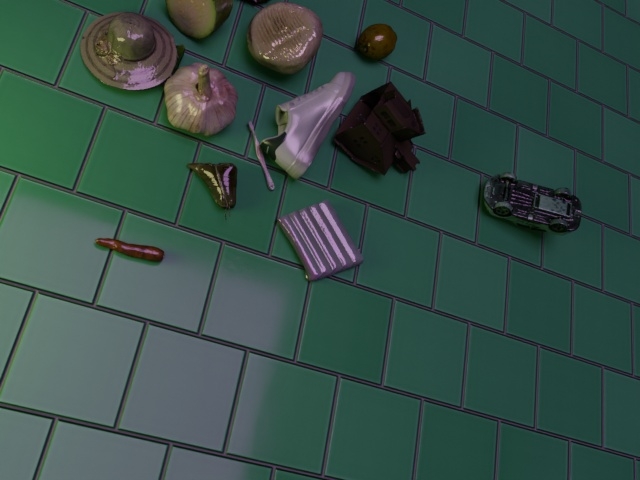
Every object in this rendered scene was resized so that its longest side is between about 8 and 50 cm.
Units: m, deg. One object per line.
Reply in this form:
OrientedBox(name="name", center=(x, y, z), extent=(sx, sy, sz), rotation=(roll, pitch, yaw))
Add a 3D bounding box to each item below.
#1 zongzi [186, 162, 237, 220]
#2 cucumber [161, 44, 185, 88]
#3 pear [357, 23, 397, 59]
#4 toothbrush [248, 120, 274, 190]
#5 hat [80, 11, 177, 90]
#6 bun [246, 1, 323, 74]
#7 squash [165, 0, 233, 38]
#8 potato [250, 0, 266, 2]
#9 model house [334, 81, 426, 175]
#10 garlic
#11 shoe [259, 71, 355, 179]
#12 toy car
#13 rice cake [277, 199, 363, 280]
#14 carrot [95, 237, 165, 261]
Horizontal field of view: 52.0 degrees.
OrientedBox(name="zongzi", center=(-0.280, -0.123, 1.679), extent=(0.130, 0.062, 0.154), rotation=(1, 86, -3))
OrientedBox(name="cucumber", center=(-0.397, -0.459, 1.743), extent=(0.037, 0.037, 0.155), rotation=(23, 64, -16))
OrientedBox(name="pear", center=(0.176, -0.613, 2.026), extent=(0.131, 0.107, 0.107), rotation=(-38, 90, -21))
OrientedBox(name="toothbrush", center=(-0.162, -0.230, 1.776), extent=(0.017, 0.022, 0.204), rotation=(-16, 80, -19))
OrientedBox(name="hat", center=(-0.481, -0.512, 1.660), extent=(0.252, 0.110, 0.252), rotation=(6, 66, -13))
OrientedBox(name="bun", center=(-0.100, -0.570, 1.862), extent=(0.220, 0.134, 0.220), rotation=(-2, 70, 4))
OrientedBox(name="squash", center=(-0.320, -0.644, 1.780), extent=(0.170, 0.170, 0.123), rotation=(50, 48, -1))
OrientedBox(name="potato", center=(-0.194, -0.857, 1.882), extent=(0.242, 0.242, 0.285), rotation=(-14, 75, -28))
OrientedBox(name="model house", center=(0.214, -0.299, 1.889), extent=(0.243, 0.204, 0.211), rotation=(46, 58, -23))
OrientedBox(name="garlic", center=(-0.293, -0.386, 1.657), extent=(0.199, 0.226, 0.199), rotation=(6, 70, -17))
OrientedBox(name="shoe", center=(-0.040, -0.352, 1.816), extent=(0.160, 0.132, 0.363), rotation=(33, 69, -12))
OrientedBox(name="toy car", center=(0.651, -0.103, 2.046), extent=(0.305, 0.125, 0.136), rotation=(15, 62, 5))
OrientedBox(name="rice cake", center=(0.000, 0.000, 1.758), extent=(0.189, 0.037, 0.198), rotation=(-19, 81, -29))
OrientedBox(name="carrot", center=(-0.449, 0.021, 1.547), extent=(0.165, 0.035, 0.036), rotation=(13, 67, -18))
